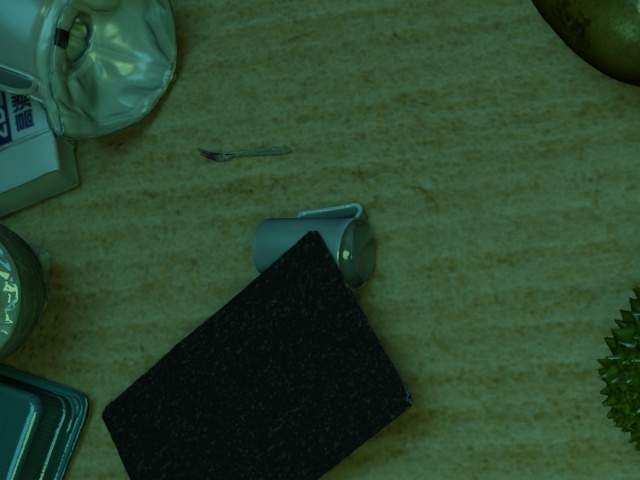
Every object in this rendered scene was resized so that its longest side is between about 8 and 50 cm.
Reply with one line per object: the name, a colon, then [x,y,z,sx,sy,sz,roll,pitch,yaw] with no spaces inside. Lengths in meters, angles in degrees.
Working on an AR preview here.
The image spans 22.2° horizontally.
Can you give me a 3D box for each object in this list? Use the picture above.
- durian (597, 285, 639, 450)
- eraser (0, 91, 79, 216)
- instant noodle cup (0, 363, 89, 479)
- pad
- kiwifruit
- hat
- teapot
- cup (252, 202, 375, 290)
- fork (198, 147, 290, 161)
durian: [0.367,0.103,1.389,0.291,0.224,0.291,0,96,-1]
eraser: [-0.358,-0.143,1.903,0.124,0.068,0.210,-20,64,13]
instant noodle cup: [-0.353,0.213,1.768,0.179,0.070,0.157,14,79,28]
pad: [-0.073,0.169,1.644,0.330,0.004,0.220,-40,61,21]
kiwifruit: [0.306,-0.249,1.555,0.196,0.196,0.234,-36,58,9]
hat: [-0.292,-0.234,1.857,0.226,0.164,0.219,25,91,34]
teapot: [-0.386,0.081,1.776,0.163,0.178,0.221,28,97,11]
cup: [0.000,0.000,1.685,0.116,0.074,0.104,4,49,32]
fork: [-0.085,-0.096,1.787,0.115,0.016,0.012,1,63,24]
